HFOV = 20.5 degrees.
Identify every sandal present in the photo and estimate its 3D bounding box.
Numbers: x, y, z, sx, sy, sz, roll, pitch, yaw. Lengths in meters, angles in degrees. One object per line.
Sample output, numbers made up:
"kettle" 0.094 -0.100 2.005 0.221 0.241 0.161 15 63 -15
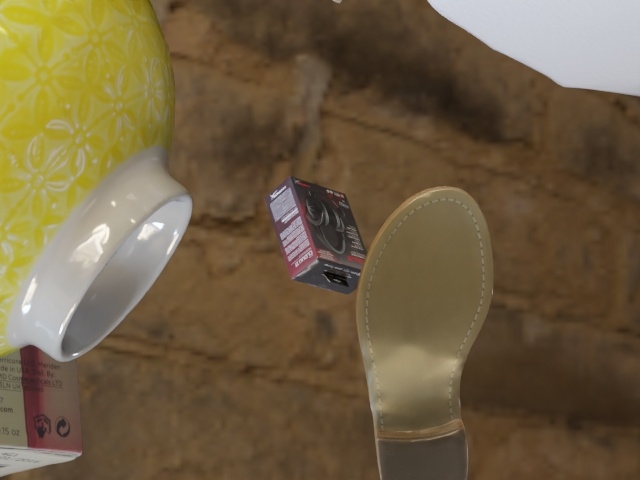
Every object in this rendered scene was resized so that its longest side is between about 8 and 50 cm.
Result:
"sandal" 0.064 0.062 1.181 0.079 0.088 0.240 -100 10 -66

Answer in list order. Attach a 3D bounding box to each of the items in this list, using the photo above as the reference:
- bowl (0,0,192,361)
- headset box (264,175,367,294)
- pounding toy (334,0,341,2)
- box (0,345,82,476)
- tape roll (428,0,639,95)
"bowl" -0.163 -0.026 0.959 0.289 0.156 0.289 -51 -10 -13
"headset box" 0.000 0.000 1.304 0.062 0.032 0.083 17 -137 -43
"pounding toy" -0.025 -0.326 1.501 0.206 0.094 0.181 21 -82 -50
"box" -0.265 0.048 1.239 0.127 0.148 0.232 13 -115 -49
"tape roll" 0.112 -0.190 0.542 0.286 0.100 0.286 8 -103 -39
